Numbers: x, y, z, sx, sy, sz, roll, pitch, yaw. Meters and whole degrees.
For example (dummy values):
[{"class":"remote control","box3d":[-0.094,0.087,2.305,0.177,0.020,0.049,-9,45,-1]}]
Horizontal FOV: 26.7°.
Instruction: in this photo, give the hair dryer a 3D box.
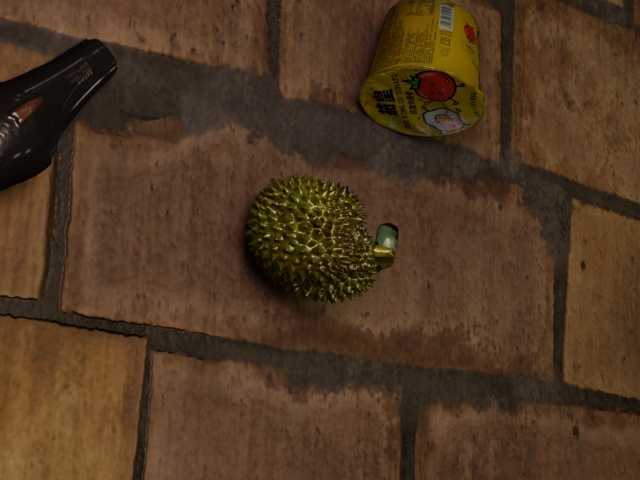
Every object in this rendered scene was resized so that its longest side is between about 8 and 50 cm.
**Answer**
[{"class":"hair dryer","box3d":[-0.418,-0.236,1.546,0.359,0.120,0.304,47,48,-12]}]

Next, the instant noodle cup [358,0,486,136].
[{"class":"instant noodle cup","box3d":[0.154,-0.256,1.939,0.182,0.182,0.144,28,58,-31]}]

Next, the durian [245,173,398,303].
[{"class":"durian","box3d":[-0.012,0.006,1.764,0.198,0.159,0.146,44,47,-19]}]
